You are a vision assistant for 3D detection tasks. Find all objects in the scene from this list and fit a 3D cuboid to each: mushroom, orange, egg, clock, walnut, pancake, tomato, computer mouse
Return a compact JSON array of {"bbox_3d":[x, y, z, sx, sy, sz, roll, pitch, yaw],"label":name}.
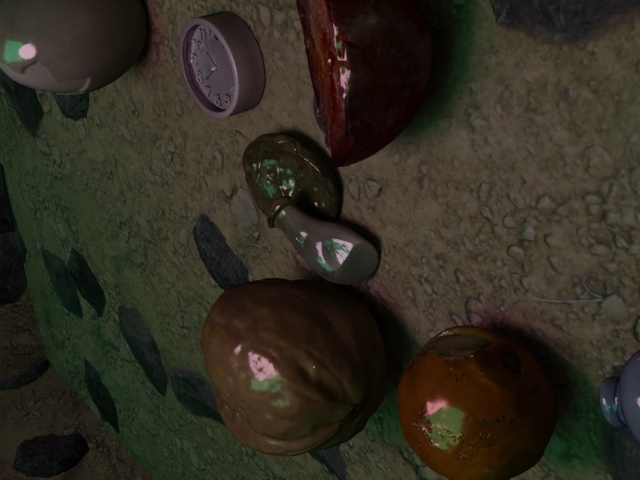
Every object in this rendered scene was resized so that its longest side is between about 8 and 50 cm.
[{"bbox_3d":[0.000,0.000,1.294,0.225,0.093,0.116,32,125,23],"label":"mushroom"},{"bbox_3d":[0.237,0.252,1.055,0.240,0.240,0.240,30,133,37],"label":"orange"},{"bbox_3d":[-0.559,-0.457,1.508,0.278,0.336,0.278,33,141,32],"label":"egg"},{"bbox_3d":[-0.197,-0.343,1.350,0.197,0.068,0.196,29,133,38],"label":"clock"},{"bbox_3d":[-0.052,0.238,1.334,0.381,0.381,0.381,30,133,37],"label":"walnut"},{"bbox_3d":[-0.053,-0.105,1.344,0.242,0.050,0.241,28,138,29],"label":"pancake"},{"bbox_3d":[0.075,-0.253,0.991,0.309,0.170,0.308,168,90,-88],"label":"tomato"},{"bbox_3d":[0.013,-0.224,1.189,0.066,0.039,0.096,1,112,51],"label":"computer mouse"}]

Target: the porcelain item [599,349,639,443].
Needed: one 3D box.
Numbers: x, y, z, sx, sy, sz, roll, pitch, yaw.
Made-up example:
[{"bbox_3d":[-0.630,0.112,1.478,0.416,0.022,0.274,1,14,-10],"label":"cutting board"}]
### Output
[{"bbox_3d":[0.468,0.189,0.819,0.259,0.141,0.141,-18,98,46],"label":"porcelain item"}]
